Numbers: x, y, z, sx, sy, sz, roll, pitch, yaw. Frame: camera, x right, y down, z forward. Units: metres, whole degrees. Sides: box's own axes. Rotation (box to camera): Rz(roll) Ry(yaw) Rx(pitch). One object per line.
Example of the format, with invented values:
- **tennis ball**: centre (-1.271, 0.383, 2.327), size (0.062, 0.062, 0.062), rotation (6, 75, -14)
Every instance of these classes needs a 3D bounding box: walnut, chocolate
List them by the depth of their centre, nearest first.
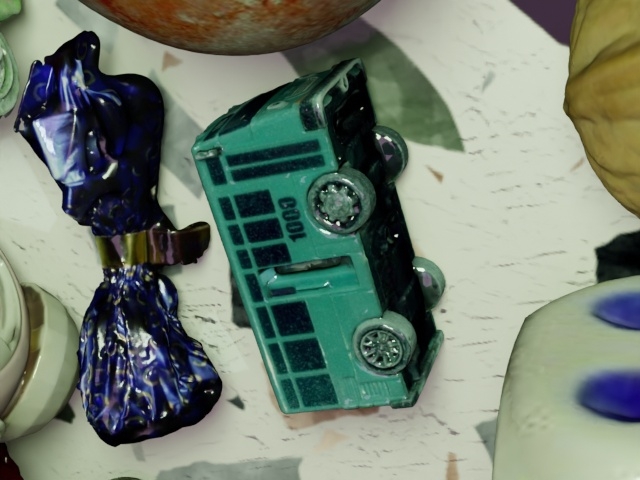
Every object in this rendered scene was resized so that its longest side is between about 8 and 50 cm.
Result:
- **walnut**: centre (0.281, -0.110, 0.754), size (0.261, 0.225, 0.225), rotation (-11, 108, 26)
- **chocolate**: centre (-0.164, -0.007, 0.994), size (0.148, 0.126, 0.343), rotation (-14, 109, -19)

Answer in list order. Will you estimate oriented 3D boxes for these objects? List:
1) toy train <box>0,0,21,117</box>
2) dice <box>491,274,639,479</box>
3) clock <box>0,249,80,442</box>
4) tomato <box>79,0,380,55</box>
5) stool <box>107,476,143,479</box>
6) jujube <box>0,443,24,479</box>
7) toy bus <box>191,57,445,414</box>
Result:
- **toy train**: centre (-0.362, -0.191, 0.873), size (0.173, 0.307, 0.249), rotation (-20, 70, 25)
- **dice**: centre (0.289, 0.195, 0.823), size (0.304, 0.304, 0.277), rotation (-1, 112, 18)
- **clock**: centre (-0.382, 0.067, 0.968), size (0.326, 0.342, 0.184), rotation (43, 119, 4)
- **tomato**: centre (-0.054, -0.273, 0.731), size (0.282, 0.316, 0.317), rotation (28, 123, 42)
- **stool**: centre (-0.191, 0.285, 1.118), size (0.096, 0.110, 0.096), rotation (4, 110, 13)
- **jujube**: centre (-0.348, 0.325, 1.058), size (0.258, 0.258, 0.377), rotation (-47, 66, 27)
- **toy bus**: centre (0.000, 0.000, 0.933), size (0.147, 0.128, 0.256), rotation (-10, 110, 22)
